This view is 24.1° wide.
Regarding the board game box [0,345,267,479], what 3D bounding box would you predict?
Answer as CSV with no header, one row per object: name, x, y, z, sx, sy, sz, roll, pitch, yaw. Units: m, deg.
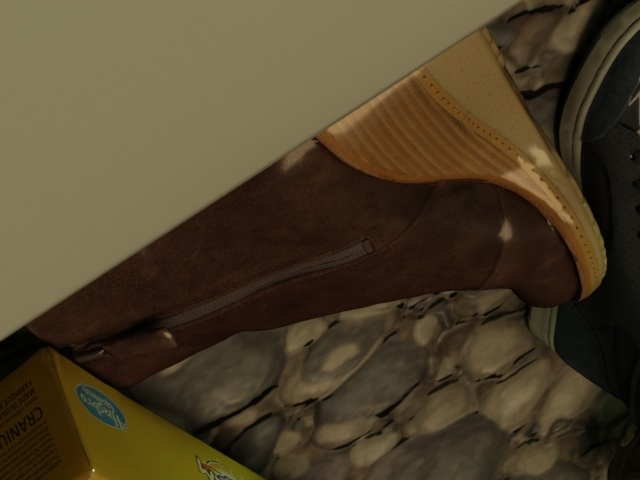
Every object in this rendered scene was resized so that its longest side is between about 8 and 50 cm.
board game box,-0.109,0.195,0.683,0.242,0.064,0.316,-38,142,10

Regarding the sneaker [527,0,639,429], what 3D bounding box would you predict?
sneaker,0.182,0.008,0.700,0.086,0.163,0.226,-19,135,-23

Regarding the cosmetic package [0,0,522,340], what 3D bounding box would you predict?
cosmetic package,-0.090,-0.101,0.380,0.365,0.155,0.197,-34,141,-11

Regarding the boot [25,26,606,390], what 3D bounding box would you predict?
boot,0.000,0.000,0.630,0.207,0.090,0.248,-31,146,9

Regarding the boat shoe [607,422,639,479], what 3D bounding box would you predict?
boat shoe,0.318,0.088,0.937,0.324,0.097,0.116,-26,95,-28
